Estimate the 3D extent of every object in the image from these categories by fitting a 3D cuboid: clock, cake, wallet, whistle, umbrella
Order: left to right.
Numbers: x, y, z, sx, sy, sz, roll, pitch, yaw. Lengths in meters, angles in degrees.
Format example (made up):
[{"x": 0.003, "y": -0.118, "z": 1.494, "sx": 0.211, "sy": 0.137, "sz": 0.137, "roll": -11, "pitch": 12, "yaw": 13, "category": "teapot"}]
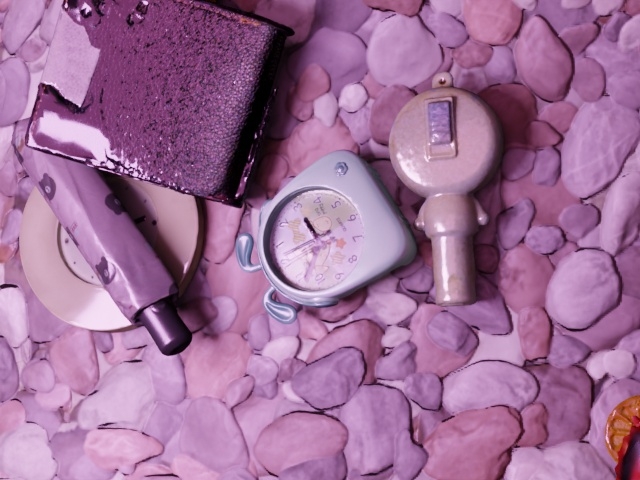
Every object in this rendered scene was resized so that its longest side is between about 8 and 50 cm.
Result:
[{"x": -0.248, "y": -0.011, "z": 1.506, "sx": 0.073, "sy": 0.067, "sz": 0.337, "roll": -32, "pitch": 72, "yaw": -14, "category": "umbrella"}, {"x": -0.248, "y": -0.008, "z": 1.559, "sx": 0.234, "sy": 0.029, "sz": 0.235, "roll": -3, "pitch": 80, "yaw": 16, "category": "clock"}, {"x": -0.183, "y": -0.173, "z": 1.479, "sx": 0.262, "sy": 0.071, "sz": 0.221, "roll": 17, "pitch": 94, "yaw": -1, "category": "wallet"}, {"x": -0.001, "y": 0.000, "z": 1.456, "sx": 0.188, "sy": 0.060, "sz": 0.148, "roll": -32, "pitch": 74, "yaw": 12, "category": "clock"}, {"x": 0.137, "y": -0.057, "z": 1.417, "sx": 0.126, "sy": 0.067, "sz": 0.258, "roll": -5, "pitch": 83, "yaw": 19, "category": "whistle"}, {"x": 0.328, "y": 0.197, "z": 1.328, "sx": 0.084, "sy": 0.044, "sz": 0.084, "roll": -3, "pitch": 80, "yaw": 17, "category": "cake"}]

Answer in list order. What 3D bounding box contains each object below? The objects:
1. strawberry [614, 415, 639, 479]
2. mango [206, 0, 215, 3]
[{"x": 0.383, "y": 0.284, "z": 1.257, "sx": 0.233, "sy": 0.138, "sz": 0.307, "roll": 9, "pitch": 104, "yaw": 3, "category": "strawberry"}, {"x": -0.179, "y": -0.286, "z": 1.541, "sx": 0.111, "sy": 0.089, "sz": 0.163, "roll": -6, "pitch": 87, "yaw": 8, "category": "mango"}]
